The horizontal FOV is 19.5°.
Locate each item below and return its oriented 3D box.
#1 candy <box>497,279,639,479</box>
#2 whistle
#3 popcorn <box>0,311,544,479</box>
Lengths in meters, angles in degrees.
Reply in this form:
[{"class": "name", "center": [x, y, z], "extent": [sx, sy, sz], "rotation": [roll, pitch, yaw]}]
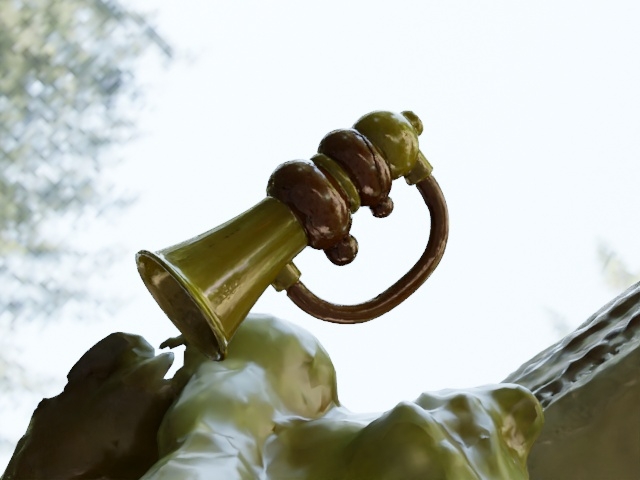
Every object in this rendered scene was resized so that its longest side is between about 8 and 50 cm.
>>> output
[{"class": "candy", "center": [0.250, 0.094, 1.086], "extent": [0.179, 0.321, 0.135], "rotation": [57, -7, -9]}, {"class": "whistle", "center": [-0.001, -0.001, 0.623], "extent": [0.057, 0.109, 0.046], "rotation": [50, -18, 24]}, {"class": "popcorn", "center": [-0.007, 0.207, 0.780], "extent": [0.325, 0.290, 0.321], "rotation": [55, -31, 40]}]
